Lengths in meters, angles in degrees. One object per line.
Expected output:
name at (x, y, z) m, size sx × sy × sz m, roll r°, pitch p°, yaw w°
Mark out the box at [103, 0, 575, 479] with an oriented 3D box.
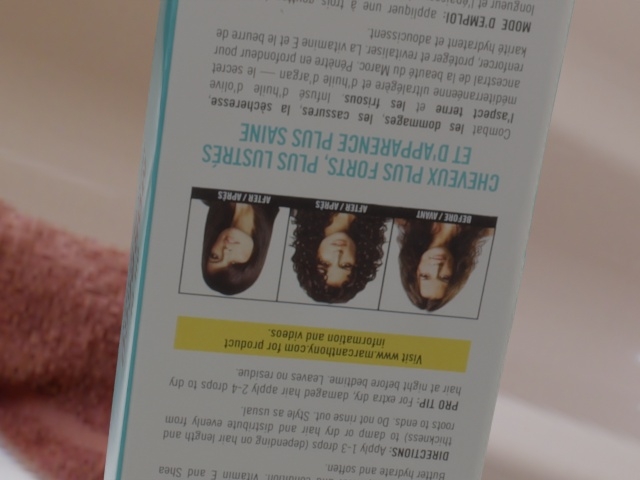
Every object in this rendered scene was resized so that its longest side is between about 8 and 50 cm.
box at (0.000, 0.000, 0.479) m, size 0.100 × 0.244 × 0.060 m, roll 6°, pitch 20°, yaw -9°
